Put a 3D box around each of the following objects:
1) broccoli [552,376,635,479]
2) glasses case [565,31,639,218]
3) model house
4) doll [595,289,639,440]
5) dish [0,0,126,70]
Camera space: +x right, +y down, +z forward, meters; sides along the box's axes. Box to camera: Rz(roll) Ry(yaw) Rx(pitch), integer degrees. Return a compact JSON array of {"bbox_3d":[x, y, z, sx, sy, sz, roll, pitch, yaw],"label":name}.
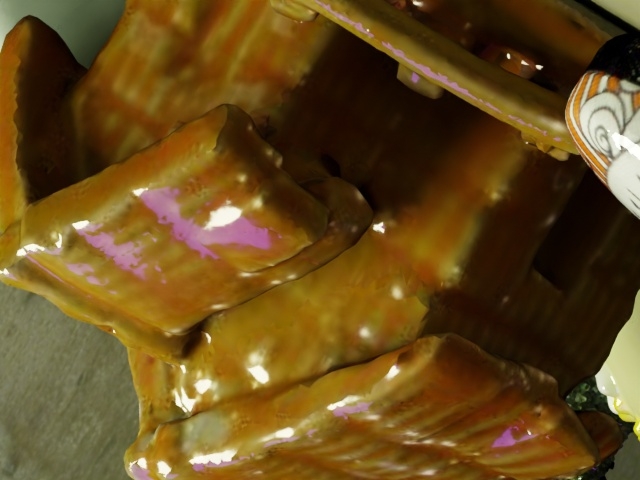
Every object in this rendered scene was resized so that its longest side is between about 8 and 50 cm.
[{"bbox_3d":[0.081,0.032,1.305,0.221,0.252,0.361,36,-160,-49],"label":"broccoli"},{"bbox_3d":[0.186,0.015,0.515,0.266,0.067,0.103,29,177,28],"label":"glasses case"},{"bbox_3d":[0.001,-0.002,0.690,0.219,0.229,0.199,28,-176,40],"label":"model house"},{"bbox_3d":[0.149,0.030,0.863,0.296,0.117,0.141,29,176,29],"label":"doll"},{"bbox_3d":[-0.039,-0.086,0.862,0.243,0.080,0.182,26,-160,-36],"label":"dish"}]
